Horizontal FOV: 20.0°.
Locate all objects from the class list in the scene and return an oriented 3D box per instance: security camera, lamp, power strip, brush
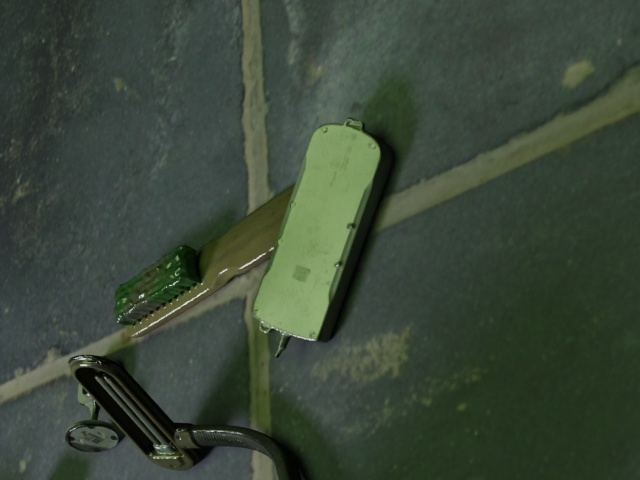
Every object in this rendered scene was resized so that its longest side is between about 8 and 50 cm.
[{"bbox_3d":[-0.229,0.161,1.840,0.058,0.058,0.092,-35,44,35],"label":"security camera"},{"bbox_3d":[-0.104,0.202,1.576,0.124,0.203,0.283,-42,42,5],"label":"lamp"},{"bbox_3d":[0.000,0.000,1.640,0.080,0.029,0.227,21,93,32],"label":"power strip"},{"bbox_3d":[-0.104,0.015,1.754,0.282,0.048,0.054,-31,54,35],"label":"brush"}]
